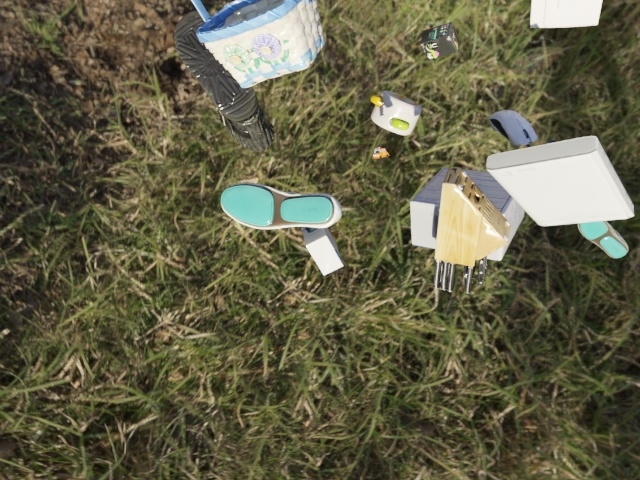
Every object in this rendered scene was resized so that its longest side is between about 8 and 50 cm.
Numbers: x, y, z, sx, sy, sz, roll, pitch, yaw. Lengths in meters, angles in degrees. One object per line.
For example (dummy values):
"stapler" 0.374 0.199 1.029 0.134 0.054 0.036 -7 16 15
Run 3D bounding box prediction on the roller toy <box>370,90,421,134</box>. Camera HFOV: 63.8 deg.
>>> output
"roller toy" 0.324 -0.552 2.193 0.209 0.146 0.191 35 27 23

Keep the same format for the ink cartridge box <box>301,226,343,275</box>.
"ink cartridge box" 0.000 0.000 1.760 0.078 0.231 0.134 -27 117 5

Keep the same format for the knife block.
"knife block" 0.316 -0.006 1.239 0.275 0.242 0.088 45 39 -10

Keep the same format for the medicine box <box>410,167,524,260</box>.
"medicine box" 0.442 -0.091 1.521 0.264 0.149 0.289 11 33 30

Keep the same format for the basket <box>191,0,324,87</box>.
"basket" -0.129 -0.469 1.016 0.289 0.255 0.201 62 37 -31

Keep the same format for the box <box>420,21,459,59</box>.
"box" 0.315 -0.524 1.353 0.062 0.083 0.052 41 54 -46

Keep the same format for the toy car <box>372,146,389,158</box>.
"toy car" 0.199 -0.315 1.834 0.060 0.122 0.040 -11 106 -15

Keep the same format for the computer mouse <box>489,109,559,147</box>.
"computer mouse" 0.475 -0.257 1.221 0.106 0.042 0.193 -24 56 -14

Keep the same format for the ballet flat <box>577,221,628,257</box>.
"ballet flat" 0.796 -0.026 1.466 0.213 0.072 0.068 36 36 -22

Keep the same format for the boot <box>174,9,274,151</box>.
"boot" -0.258 -0.421 1.406 0.131 0.260 0.347 -27 80 2

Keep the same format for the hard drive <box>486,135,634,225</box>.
"hard drive" 0.508 -0.111 1.077 0.308 0.203 0.040 28 65 -44

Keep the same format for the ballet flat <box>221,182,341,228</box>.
"ballet flat" -0.115 -0.097 1.589 0.400 0.139 0.139 7 58 23

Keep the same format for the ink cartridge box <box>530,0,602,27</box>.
"ink cartridge box" 0.648 -0.698 1.337 0.168 0.171 0.232 7 62 23
